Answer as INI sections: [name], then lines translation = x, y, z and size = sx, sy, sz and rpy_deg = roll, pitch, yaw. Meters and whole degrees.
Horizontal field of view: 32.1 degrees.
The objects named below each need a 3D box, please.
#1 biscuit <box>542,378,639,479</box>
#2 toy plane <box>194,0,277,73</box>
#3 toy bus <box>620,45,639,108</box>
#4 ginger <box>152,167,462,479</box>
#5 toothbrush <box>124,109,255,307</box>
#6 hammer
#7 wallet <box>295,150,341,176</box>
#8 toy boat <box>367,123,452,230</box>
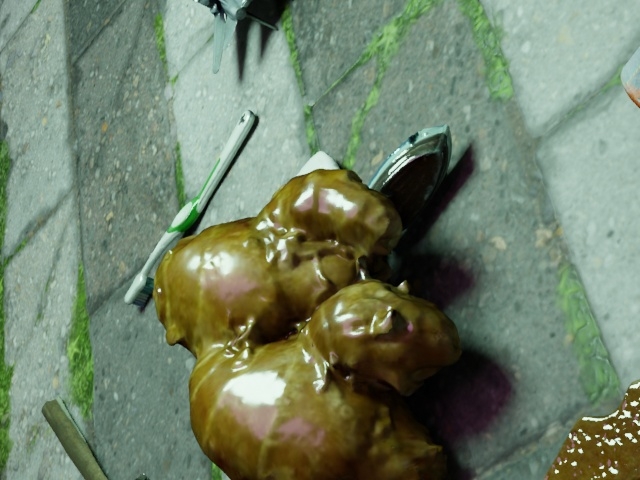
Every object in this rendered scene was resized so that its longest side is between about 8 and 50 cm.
[biscuit]
translation = 0.254, 0.177, 0.774
size = 0.215, 0.034, 0.182
rpy_deg = -46, 44, 26
[toy plane]
translation = -0.133, -0.348, 1.444
size = 0.212, 0.088, 0.267
rpy_deg = -60, 38, 13
[toy bus]
translation = 0.308, -0.171, 0.837
size = 0.192, 0.065, 0.077
rpy_deg = -54, 29, 21
[ginger]
translation = -0.006, 0.099, 1.025
size = 0.274, 0.152, 0.358
rpy_deg = -32, 61, 19
[toothbrush]
translation = -0.165, -0.037, 1.398
size = 0.304, 0.030, 0.030
rpy_deg = -57, 39, 18
[hammer]
translation = -0.304, 0.282, 1.438
size = 0.125, 0.027, 0.297
rpy_deg = -60, 38, 7
[wallet]
translation = 0.000, 0.000, 1.174
size = 0.124, 0.032, 0.183
rpy_deg = -48, 44, 27
[toy boat]
translation = 0.082, -0.058, 1.080
size = 0.140, 0.059, 0.066
rpy_deg = -53, 14, 25
